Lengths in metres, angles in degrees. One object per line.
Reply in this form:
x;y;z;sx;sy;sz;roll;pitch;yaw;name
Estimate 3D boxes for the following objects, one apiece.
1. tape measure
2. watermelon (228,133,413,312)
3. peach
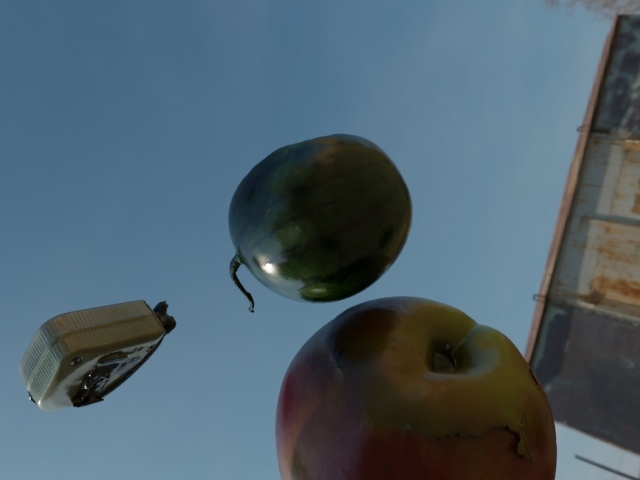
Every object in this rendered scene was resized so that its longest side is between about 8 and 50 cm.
-0.454;0.245;1.187;0.271;0.133;0.231;-11;-37;-56;tape measure
0.006;-0.005;0.645;0.232;0.127;0.204;-23;-50;-8;watermelon
0.107;0.258;0.723;0.370;0.370;0.370;-22;-62;-48;peach
